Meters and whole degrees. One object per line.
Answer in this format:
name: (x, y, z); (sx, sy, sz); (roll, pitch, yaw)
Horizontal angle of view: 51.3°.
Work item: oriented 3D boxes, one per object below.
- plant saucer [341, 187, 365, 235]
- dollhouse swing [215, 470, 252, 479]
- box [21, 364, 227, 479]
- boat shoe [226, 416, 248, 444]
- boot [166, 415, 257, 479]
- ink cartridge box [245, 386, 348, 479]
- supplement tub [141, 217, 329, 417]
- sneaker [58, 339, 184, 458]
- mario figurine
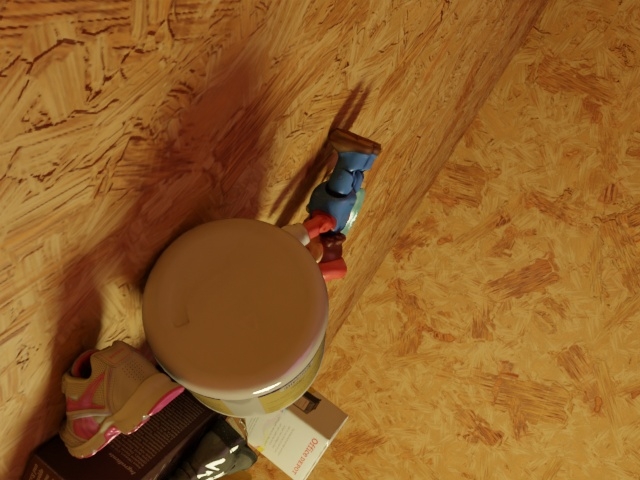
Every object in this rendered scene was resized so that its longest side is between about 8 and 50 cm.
plant saucer: (0.000, 0.000, 1.583); (0.317, 0.044, 0.317); (-52, 168, -16)
dollhouse swing: (-0.378, 0.671, 1.755); (0.346, 0.315, 0.305); (-55, -151, 17)
box: (-0.301, 0.343, 1.073); (0.191, 0.143, 0.381); (-60, 170, 24)
boat shoe: (-0.232, 0.448, 1.656); (0.119, 0.123, 0.324); (-62, 164, -19)
boot: (-0.198, 0.393, 1.141); (0.161, 0.083, 0.246); (-44, 161, -17)
ink cartridge box: (-0.108, 0.492, 1.860); (0.131, 0.306, 0.226); (-41, 162, -52)
supplement tub: (-0.111, 0.131, 0.980); (0.241, 0.241, 0.331); (-52, 169, -17)
sneaker: (-0.274, 0.193, 0.849); (0.252, 0.111, 0.103); (-35, -179, 40)
mario figurine: (-0.012, -0.060, 1.269); (0.198, 0.170, 0.320); (13, 103, -39)
